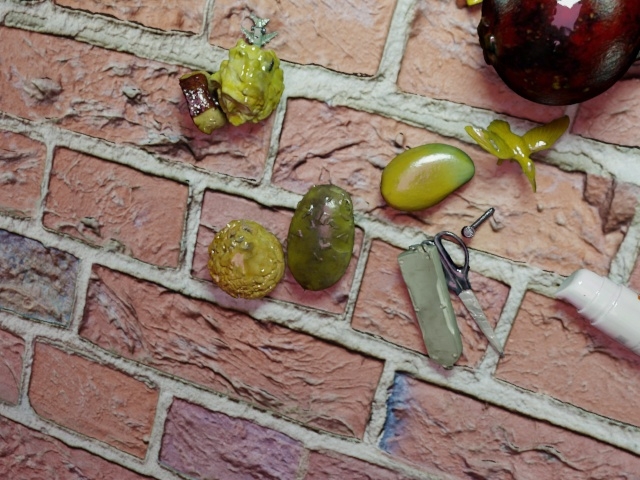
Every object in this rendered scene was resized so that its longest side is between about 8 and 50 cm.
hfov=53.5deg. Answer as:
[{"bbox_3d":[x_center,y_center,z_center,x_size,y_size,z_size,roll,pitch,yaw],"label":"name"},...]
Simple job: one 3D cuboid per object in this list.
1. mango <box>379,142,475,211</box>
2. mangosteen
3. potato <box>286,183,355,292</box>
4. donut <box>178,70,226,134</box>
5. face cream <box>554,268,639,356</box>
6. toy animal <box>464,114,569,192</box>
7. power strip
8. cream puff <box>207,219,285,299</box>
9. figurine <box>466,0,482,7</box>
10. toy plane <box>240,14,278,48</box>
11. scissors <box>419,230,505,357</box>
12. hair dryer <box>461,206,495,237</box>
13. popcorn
[{"bbox_3d":[0.214,-0.128,1.285,0.195,0.092,0.130,-10,97,14],"label":"mango"},{"bbox_3d":[0.422,-0.377,1.077,0.311,0.311,0.311,3,102,16],"label":"mangosteen"},{"bbox_3d":[0.000,0.000,1.365,0.149,0.113,0.251,21,106,13],"label":"potato"},{"bbox_3d":[-0.250,-0.299,1.372,0.059,0.140,0.140,-20,95,9],"label":"donut"},{"bbox_3d":[0.623,0.171,1.219,0.345,0.102,0.102,35,109,6],"label":"face cream"},{"bbox_3d":[0.384,-0.168,1.228,0.219,0.095,0.155,-16,97,-12],"label":"toy animal"},{"bbox_3d":[0.239,0.140,1.343,0.080,0.048,0.286,-12,103,31],"label":"power strip"},{"bbox_3d":[-0.169,0.044,1.419,0.189,0.129,0.189,3,104,13],"label":"cream puff"},{"bbox_3d":[0.273,-0.568,1.160,0.162,0.143,0.263,-8,116,25],"label":"figurine"},{"bbox_3d":[-0.133,-0.437,1.357,0.080,0.033,0.083,10,105,0],"label":"toy plane"},{"bbox_3d":[0.312,0.119,1.344,0.109,0.022,0.300,-31,92,24],"label":"scissors"},{"bbox_3d":[0.325,-0.036,1.300,0.083,0.047,0.026,-41,88,6],"label":"hair dryer"},{"bbox_3d":[-0.144,-0.328,1.310,0.142,0.173,0.173,37,111,33],"label":"popcorn"}]
